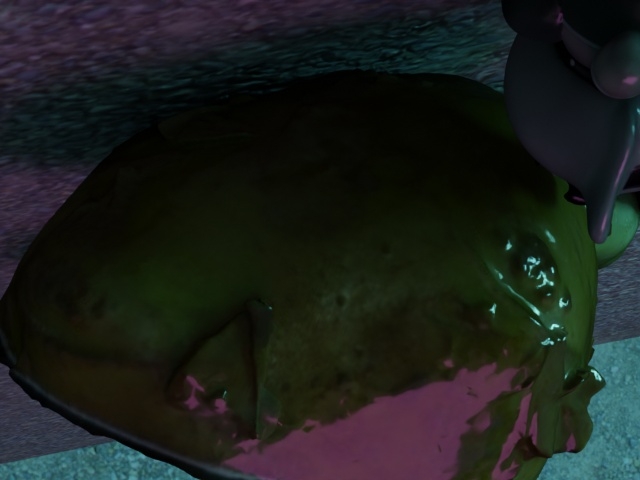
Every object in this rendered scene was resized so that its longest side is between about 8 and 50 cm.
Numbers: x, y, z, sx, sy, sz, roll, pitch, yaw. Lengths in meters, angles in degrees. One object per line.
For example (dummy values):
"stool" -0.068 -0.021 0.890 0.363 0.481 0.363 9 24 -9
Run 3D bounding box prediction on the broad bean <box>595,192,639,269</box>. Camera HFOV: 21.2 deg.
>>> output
"broad bean" 0.119 -0.024 1.070 0.169 0.100 0.228 8 -179 0

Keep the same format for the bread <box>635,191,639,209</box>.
"bread" 0.296 -0.075 1.063 0.222 0.096 0.181 -12 167 -7

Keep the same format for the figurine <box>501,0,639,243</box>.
"figurine" 0.136 -0.081 0.749 0.126 0.147 0.192 6 148 -4

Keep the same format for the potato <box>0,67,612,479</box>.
"potato" 0.000 0.000 0.864 0.299 0.196 0.246 13 -162 -19
